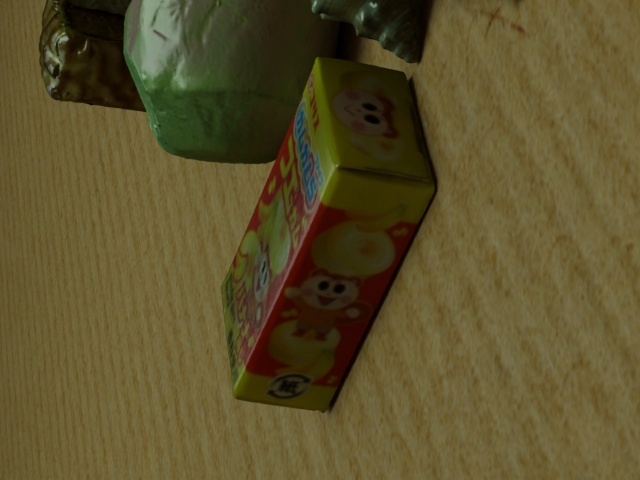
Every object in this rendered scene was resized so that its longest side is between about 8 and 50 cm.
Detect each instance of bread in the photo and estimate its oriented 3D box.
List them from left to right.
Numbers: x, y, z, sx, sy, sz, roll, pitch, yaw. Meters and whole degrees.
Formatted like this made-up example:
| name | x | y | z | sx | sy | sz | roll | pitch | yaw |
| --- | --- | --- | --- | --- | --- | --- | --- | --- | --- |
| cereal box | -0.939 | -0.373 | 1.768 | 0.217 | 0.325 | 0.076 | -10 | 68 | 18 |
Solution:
| name | x | y | z | sx | sy | sz | roll | pitch | yaw |
| --- | --- | --- | --- | --- | --- | --- | --- | --- | --- |
| bread | -0.202 | -0.212 | 2.046 | 0.181 | 0.222 | 0.096 | -115 | 36 | -53 |

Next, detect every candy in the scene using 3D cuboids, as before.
| name | x | y | z | sx | sy | sz | roll | pitch | yaw |
| --- | --- | --- | --- | --- | --- | --- | --- | --- | --- |
| candy | 0.000 | 0.000 | 1.536 | 0.146 | 0.088 | 0.276 | -98 | 25 | -45 |

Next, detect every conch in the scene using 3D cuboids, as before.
| name | x | y | z | sx | sy | sz | roll | pitch | yaw |
| --- | --- | --- | --- | --- | --- | --- | --- | --- | --- |
| conch | 0.020 | -0.245 | 1.528 | 0.234 | 0.114 | 0.137 | 59 | 142 | 29 |

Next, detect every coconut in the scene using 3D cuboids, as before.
| name | x | y | z | sx | sy | sz | roll | pitch | yaw |
| --- | --- | --- | --- | --- | --- | --- | --- | --- | --- |
| coconut | -0.083 | -0.188 | 1.700 | 0.204 | 0.236 | 0.236 | 1 | 81 | 37 |
